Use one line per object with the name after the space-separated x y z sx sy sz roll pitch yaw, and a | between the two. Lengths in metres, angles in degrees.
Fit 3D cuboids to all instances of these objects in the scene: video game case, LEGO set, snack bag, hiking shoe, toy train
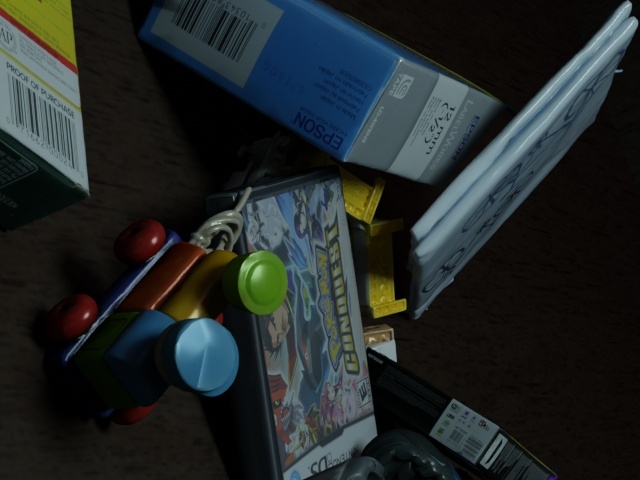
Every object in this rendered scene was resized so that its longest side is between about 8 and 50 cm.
-0.020 0.082 1.690 0.248 0.035 0.275 -20 103 -68 | video game case
0.000 0.000 1.893 0.132 0.107 0.287 -52 128 -27 | LEGO set
0.194 -0.073 1.976 0.037 0.323 0.342 41 -8 9 | snack bag
0.102 0.259 1.833 0.132 0.113 0.304 -102 167 -45 | hiking shoe
-0.079 0.028 1.446 0.248 0.143 0.105 -50 119 -34 | toy train

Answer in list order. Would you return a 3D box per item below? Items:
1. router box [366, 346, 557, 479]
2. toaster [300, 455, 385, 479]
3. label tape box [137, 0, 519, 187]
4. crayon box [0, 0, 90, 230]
0.124 0.179 1.851 0.179 0.046 0.133 30 -8 40 | router box
-0.009 0.262 1.483 0.129 0.146 0.227 59 23 -21 | toaster
0.021 -0.155 1.863 0.249 0.115 0.348 32 7 24 | label tape box
-0.267 -0.189 1.424 0.202 0.081 0.318 39 35 -50 | crayon box
